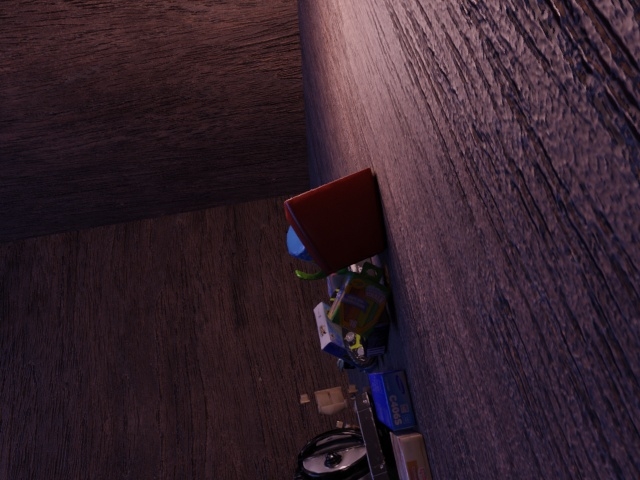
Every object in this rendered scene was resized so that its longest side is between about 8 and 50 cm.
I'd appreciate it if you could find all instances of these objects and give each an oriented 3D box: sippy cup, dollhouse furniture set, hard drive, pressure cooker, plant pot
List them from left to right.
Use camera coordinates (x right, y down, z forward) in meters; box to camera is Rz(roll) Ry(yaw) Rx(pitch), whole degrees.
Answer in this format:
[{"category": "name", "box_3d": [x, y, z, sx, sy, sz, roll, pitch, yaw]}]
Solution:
[{"category": "sippy cup", "box_3d": [0.000, 0.000, 1.860, 0.240, 0.224, 0.305, -11, 71, 56]}, {"category": "plant pot", "box_3d": [0.059, -0.036, 1.472, 0.267, 0.267, 0.236, 112, 136, -83]}, {"category": "dollhouse furniture set", "box_3d": [0.096, 0.823, 2.262, 0.303, 0.355, 0.174, -166, 65, -85]}, {"category": "pressure cooker", "box_3d": [0.119, 0.999, 2.034, 0.375, 0.370, 0.420, -15, 96, 59]}, {"category": "hard drive", "box_3d": [0.224, 0.748, 1.737, 0.237, 0.064, 0.339, 52, -164, -43]}]

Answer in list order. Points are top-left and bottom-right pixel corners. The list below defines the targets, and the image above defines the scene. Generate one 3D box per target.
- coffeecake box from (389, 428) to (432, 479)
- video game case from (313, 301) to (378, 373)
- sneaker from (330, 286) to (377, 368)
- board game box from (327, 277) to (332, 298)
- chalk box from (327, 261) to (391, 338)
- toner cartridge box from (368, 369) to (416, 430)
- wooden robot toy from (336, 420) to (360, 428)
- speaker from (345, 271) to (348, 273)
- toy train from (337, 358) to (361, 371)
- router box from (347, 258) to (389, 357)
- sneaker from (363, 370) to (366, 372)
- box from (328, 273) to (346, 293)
[{"category": "coffeecake box", "box_3d": [0.264, 0.640, 1.414, 0.185, 0.068, 0.142, 94, 166, -74]}, {"category": "video game case", "box_3d": [0.106, 0.409, 2.040, 0.269, 0.061, 0.244, 32, -159, -27]}, {"category": "sneaker", "box_3d": [0.164, 0.354, 1.972, 0.147, 0.145, 0.384, 43, -158, -42]}, {"category": "board game box", "box_3d": [0.105, 0.235, 2.434, 0.302, 0.086, 0.308, -112, 14, -56]}, {"category": "chalk box", "box_3d": [0.127, 0.173, 1.482, 0.132, 0.132, 0.213, 156, 139, -85]}, {"category": "toner cartridge box", "box_3d": [0.228, 0.516, 1.586, 0.348, 0.075, 0.165, 94, 165, -75]}, {"category": "wooden robot toy", "box_3d": [0.153, 0.895, 2.224, 0.076, 0.173, 0.079, 112, 176, -78]}, {"category": "speaker", "box_3d": [0.082, 0.007, 2.089, 0.296, 0.131, 0.131, -104, 6, -50]}, {"category": "toy train", "box_3d": [0.155, 0.566, 2.464, 0.334, 0.142, 0.190, 90, 180, -68]}, {"category": "router box", "box_3d": [0.165, 0.225, 1.731, 0.243, 0.081, 0.309, 84, 174, -52]}, {"category": "sneaker", "box_3d": [0.215, 0.597, 2.265, 0.109, 0.044, 0.040, 95, 163, -83]}, {"category": "box", "box_3d": [0.096, 0.130, 2.179, 0.232, 0.127, 0.148, -105, 6, -53]}]
